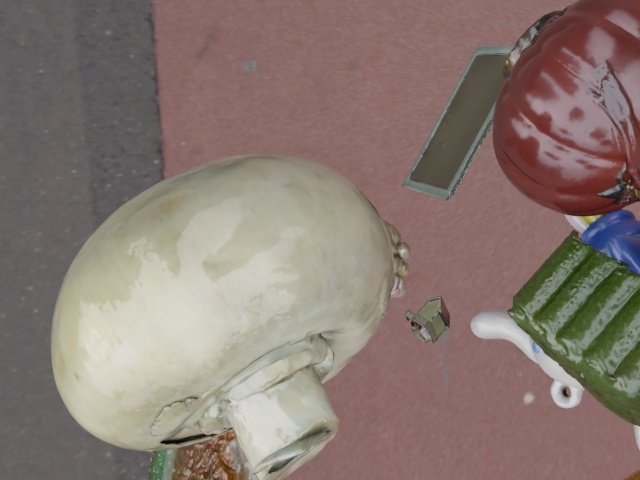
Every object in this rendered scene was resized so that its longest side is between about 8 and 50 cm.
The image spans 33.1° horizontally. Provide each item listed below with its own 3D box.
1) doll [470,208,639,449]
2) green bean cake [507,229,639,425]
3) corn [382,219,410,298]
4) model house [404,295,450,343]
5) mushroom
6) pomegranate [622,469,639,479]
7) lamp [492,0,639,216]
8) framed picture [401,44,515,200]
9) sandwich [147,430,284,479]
[{"bbox_3d":[0.448,0.101,1.697,0.376,0.187,0.366,29,104,20],"label":"doll"},{"bbox_3d":[0.399,0.137,1.420,0.156,0.250,0.247,-50,51,-2],"label":"green bean cake"},{"bbox_3d":[-0.002,0.002,1.250,0.126,0.335,0.127,-9,70,26],"label":"corn"},{"bbox_3d":[0.174,0.124,1.696,0.057,0.083,0.058,31,73,38],"label":"model house"},{"bbox_3d":[-0.057,0.062,0.720,0.246,0.246,0.202,-31,71,19],"label":"mushroom"},{"bbox_3d":[0.573,0.490,1.754,0.248,0.248,0.248,3,99,17],"label":"pomegranate"},{"bbox_3d":[0.354,-0.169,1.332,0.257,0.303,0.303,44,109,26],"label":"lamp"},{"bbox_3d":[0.251,-0.206,1.863,0.018,0.231,0.293,29,91,-17],"label":"framed picture"},{"bbox_3d":[-0.104,0.253,1.023,0.159,0.079,0.235,-21,63,52],"label":"sandwich"}]
